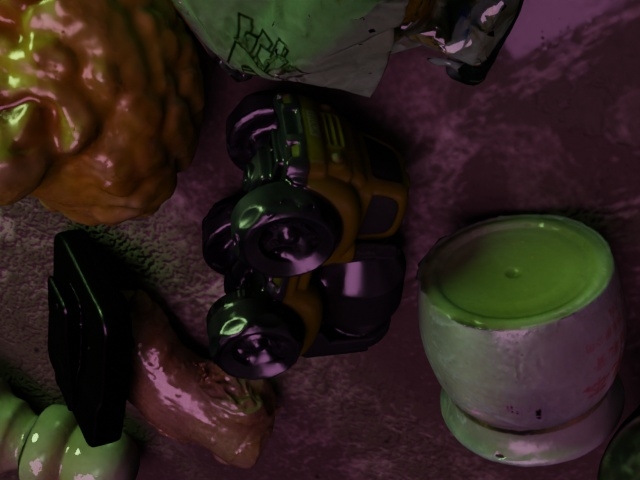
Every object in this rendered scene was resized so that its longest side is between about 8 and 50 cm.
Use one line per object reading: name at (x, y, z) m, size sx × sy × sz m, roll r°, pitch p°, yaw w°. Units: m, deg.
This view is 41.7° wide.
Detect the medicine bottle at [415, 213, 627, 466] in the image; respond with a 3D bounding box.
medicine bottle at (0.151, 0.073, 0.625) m, size 0.147 × 0.147 × 0.143 m, roll -1°, pitch 125°, yaw 22°

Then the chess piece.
chess piece at (-0.324, 0.230, 0.954) m, size 0.243 × 0.133 × 0.133 m, roll 15°, pitch 128°, yaw 3°

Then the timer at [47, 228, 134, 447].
timer at (-0.230, 0.094, 0.807) m, size 0.144 × 0.055 × 0.187 m, roll 52°, pitch 141°, yaw 37°

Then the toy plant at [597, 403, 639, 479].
toy plant at (0.326, 0.178, 0.619) m, size 0.235 × 0.175 × 0.218 m, roll 11°, pitch 153°, yaw -40°

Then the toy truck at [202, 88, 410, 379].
toy truck at (0.000, 0.000, 0.649) m, size 0.165 × 0.147 × 0.224 m, roll 4°, pitch 134°, yaw -15°

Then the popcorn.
popcorn at (-0.190, -0.104, 0.601) m, size 0.200 × 0.203 × 0.226 m, roll 34°, pitch 140°, yaw 4°

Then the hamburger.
hamburger at (-0.004, -0.191, 0.496) m, size 0.276 × 0.150 × 0.260 m, roll 5°, pitch 127°, yaw 18°

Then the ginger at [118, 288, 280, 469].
ginger at (-0.143, 0.146, 0.843) m, size 0.213 × 0.074 × 0.137 m, roll 37°, pitch 119°, yaw -9°
